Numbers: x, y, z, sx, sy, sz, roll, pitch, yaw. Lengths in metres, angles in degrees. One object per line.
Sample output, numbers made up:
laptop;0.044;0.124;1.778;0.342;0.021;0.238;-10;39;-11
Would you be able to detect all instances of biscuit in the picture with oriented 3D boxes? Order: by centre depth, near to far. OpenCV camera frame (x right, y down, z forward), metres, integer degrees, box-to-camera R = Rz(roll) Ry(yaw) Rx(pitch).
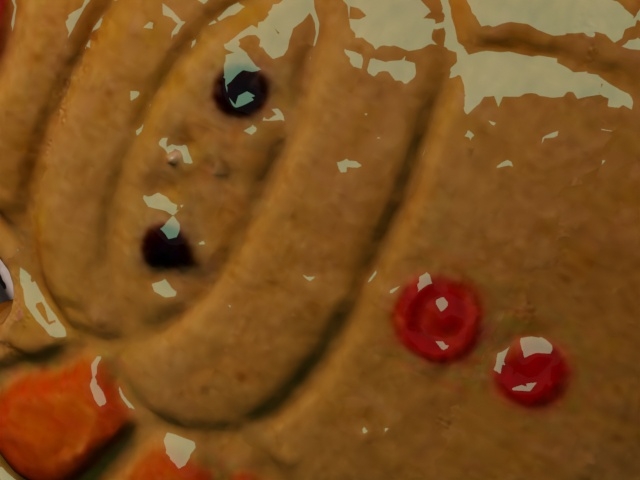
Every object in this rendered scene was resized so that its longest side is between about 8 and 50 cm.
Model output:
biscuit;0.000;0.000;0.792;0.381;0.074;0.359;29;108;-2
